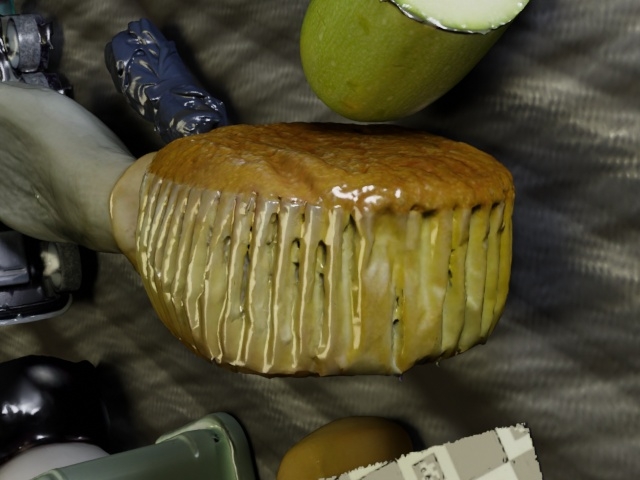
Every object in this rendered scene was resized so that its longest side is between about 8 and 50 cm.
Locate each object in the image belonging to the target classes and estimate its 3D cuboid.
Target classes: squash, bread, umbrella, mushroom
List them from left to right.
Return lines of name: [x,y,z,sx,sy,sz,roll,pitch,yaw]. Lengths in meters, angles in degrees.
mushroom: [-0.212,-0.053,1.690,0.122,0.159,0.328,-54,34,-11]
umbrella: [-0.119,-0.104,1.585,0.248,0.071,0.071,55,140,42]
bread: [0.000,0.000,1.234,0.253,0.227,0.142,-162,71,-66]
bread: [0.025,0.239,1.380,0.147,0.098,0.217,-37,66,53]
squash: [0.049,-0.139,1.230,0.187,0.123,0.123,-52,52,55]

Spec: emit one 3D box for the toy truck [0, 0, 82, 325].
toy truck: [-0.346,-0.087,1.906,0.178,0.176,0.363,150,111,-68]

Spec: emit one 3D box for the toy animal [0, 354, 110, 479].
toy animal: [-0.262,0.240,1.813,0.187,0.165,0.235,89,160,-61]

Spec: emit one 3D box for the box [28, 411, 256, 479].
box: [-0.148,0.321,1.615,0.175,0.182,0.312,-30,71,59]

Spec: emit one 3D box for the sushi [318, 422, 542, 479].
sushi: [0.064,0.235,1.264,0.210,0.040,0.193,-23,74,30]
